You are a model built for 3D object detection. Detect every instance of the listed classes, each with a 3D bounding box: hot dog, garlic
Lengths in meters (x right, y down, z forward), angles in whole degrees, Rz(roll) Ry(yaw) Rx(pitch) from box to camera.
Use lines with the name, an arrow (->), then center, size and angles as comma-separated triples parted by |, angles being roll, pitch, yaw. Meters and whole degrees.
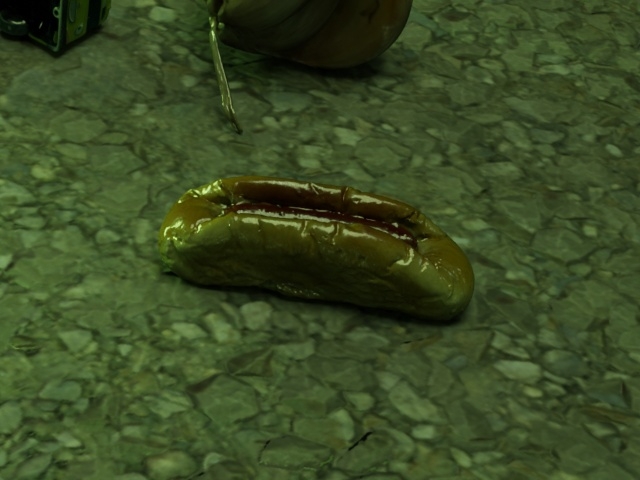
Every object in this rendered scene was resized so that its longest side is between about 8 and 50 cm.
hot dog -> 0.000, 0.000, 1.451 | 0.242, 0.073, 0.084 | 10, 41, 0
garlic -> -0.023, -0.226, 1.656 | 0.207, 0.207, 0.257 | 14, 43, 5

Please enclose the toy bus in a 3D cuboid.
toy bus -> -0.267, -0.245, 1.706 | 0.175, 0.088, 0.101 | 29, 38, 26
